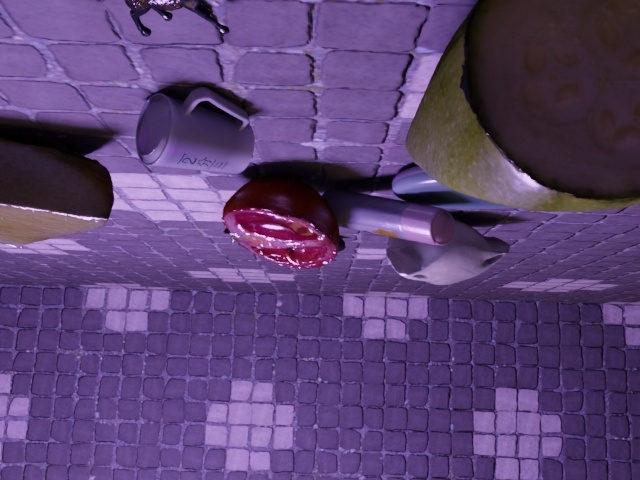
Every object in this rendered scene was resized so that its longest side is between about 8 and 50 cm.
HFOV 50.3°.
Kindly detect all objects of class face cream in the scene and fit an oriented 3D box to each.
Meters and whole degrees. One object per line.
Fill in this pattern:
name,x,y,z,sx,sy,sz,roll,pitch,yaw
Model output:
face cream,0.093,-0.034,0.996,0.198,0.057,0.084,14,179,37

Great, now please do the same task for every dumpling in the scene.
dumpling,0.220,0.011,1.232,0.229,0.124,0.151,-3,-151,-16

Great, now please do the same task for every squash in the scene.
squash,0.166,-0.078,0.527,0.189,0.189,0.260,2,165,-1

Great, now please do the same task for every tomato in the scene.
tomato,-0.051,-0.036,1.008,0.173,0.099,0.189,7,157,16

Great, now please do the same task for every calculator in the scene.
calculator,0.240,-0.077,0.913,0.299,0.041,0.185,-2,169,31

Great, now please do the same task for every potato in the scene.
potato,-0.427,-0.081,0.839,0.269,0.112,0.255,-12,160,42

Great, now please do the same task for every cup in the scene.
cup,-0.126,-0.118,0.721,0.116,0.074,0.104,6,141,-41

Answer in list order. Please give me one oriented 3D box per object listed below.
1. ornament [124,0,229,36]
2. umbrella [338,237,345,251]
ornament,-0.111,-0.178,0.471,0.073,0.028,0.125,0,171,6
umbrella,-0.001,0.000,1.408,0.036,0.031,0.133,-10,164,41
